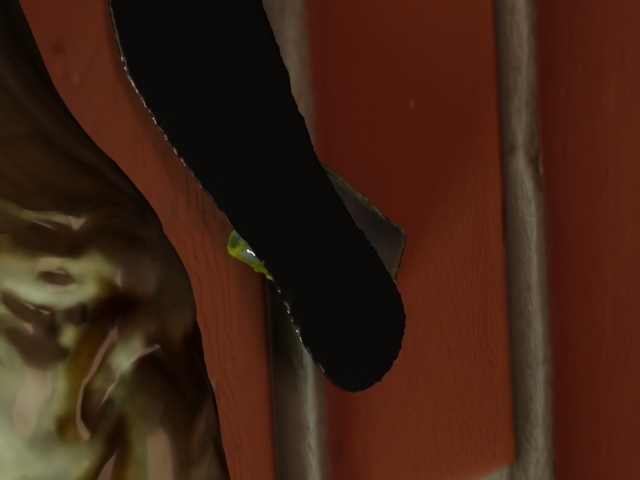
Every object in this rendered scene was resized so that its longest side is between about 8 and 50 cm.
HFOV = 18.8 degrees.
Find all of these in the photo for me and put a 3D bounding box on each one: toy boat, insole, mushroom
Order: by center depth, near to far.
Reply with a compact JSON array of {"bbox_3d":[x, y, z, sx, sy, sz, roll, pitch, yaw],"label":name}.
[{"bbox_3d":[-0.129,-0.069,0.456,0.177,0.126,0.397,53,7,-45],"label":"mushroom"},{"bbox_3d":[-0.028,-0.039,0.844,0.086,0.005,0.253,-46,118,-37],"label":"insole"},{"bbox_3d":[0.000,0.000,0.897,0.115,0.016,0.063,38,60,-48],"label":"toy boat"}]
